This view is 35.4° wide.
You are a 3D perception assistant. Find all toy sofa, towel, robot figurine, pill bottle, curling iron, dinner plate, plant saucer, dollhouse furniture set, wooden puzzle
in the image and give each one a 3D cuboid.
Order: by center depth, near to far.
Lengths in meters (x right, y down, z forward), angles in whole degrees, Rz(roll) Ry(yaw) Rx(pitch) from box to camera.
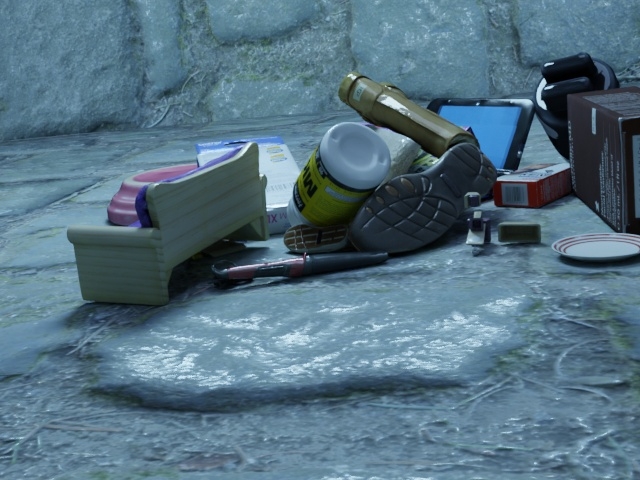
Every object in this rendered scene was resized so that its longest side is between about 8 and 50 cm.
[{"bbox_3d":[0.403,0.012,1.435,0.141,0.017,0.141,-6,14,2],"label":"dinner plate"},{"bbox_3d":[-0.034,0.034,1.499,0.273,0.035,0.068,-8,13,-5],"label":"curling iron"},{"bbox_3d":[0.274,-0.019,1.516,0.114,0.091,0.081,0,29,14],"label":"dollhouse furniture set"},{"bbox_3d":[-0.226,-0.040,1.566,0.150,0.177,0.362,2,18,24],"label":"toy sofa"},{"bbox_3d":[0.023,-0.090,1.641,0.119,0.119,0.208,-13,-22,-29],"label":"pill bottle"},{"bbox_3d":[-0.174,0.014,1.706,0.116,0.014,0.078,-13,19,-26],"label":"wooden puzzle"},{"bbox_3d":[0.083,-0.113,1.808,0.049,0.187,0.282,29,4,-18],"label":"towel"},{"bbox_3d":[0.532,-0.256,2.006,0.209,0.278,0.173,-51,48,-4],"label":"robot figurine"},{"bbox_3d":[-0.285,-0.104,2.108,0.332,0.084,0.332,-6,14,2],"label":"plant saucer"}]

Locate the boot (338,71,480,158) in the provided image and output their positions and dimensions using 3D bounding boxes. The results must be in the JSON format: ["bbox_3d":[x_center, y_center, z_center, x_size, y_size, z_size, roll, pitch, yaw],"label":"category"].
[{"bbox_3d":[0.185,-0.211,1.874,0.269,0.089,0.236,34,15,31],"label":"boot"}]

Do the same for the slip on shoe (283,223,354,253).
[{"bbox_3d":[0.000,0.000,1.629,0.135,0.051,0.041,-6,-29,36],"label":"slip on shoe"}]

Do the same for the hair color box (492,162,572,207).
[{"bbox_3d":[0.400,-0.104,1.857,0.093,0.053,0.167,4,15,39],"label":"hair color box"}]

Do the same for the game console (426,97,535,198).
[{"bbox_3d":[0.247,-0.183,2.005,0.250,0.174,0.293,-16,16,-38],"label":"game console"}]

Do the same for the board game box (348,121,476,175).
[{"bbox_3d":[0.123,-0.154,2.009,0.346,0.056,0.208,10,55,49],"label":"board game box"}]

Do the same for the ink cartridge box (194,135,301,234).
[{"bbox_3d":[-0.130,-0.107,1.906,0.185,0.065,0.311,-8,33,-12],"label":"ink cartridge box"}]

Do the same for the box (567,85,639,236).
[{"bbox_3d":[0.514,-0.141,1.660,0.143,0.191,0.381,-5,13,5],"label":"box"}]

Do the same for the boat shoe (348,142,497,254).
[{"bbox_3d":[0.162,-0.050,1.649,0.324,0.123,0.116,-27,-10,-37],"label":"boat shoe"}]
